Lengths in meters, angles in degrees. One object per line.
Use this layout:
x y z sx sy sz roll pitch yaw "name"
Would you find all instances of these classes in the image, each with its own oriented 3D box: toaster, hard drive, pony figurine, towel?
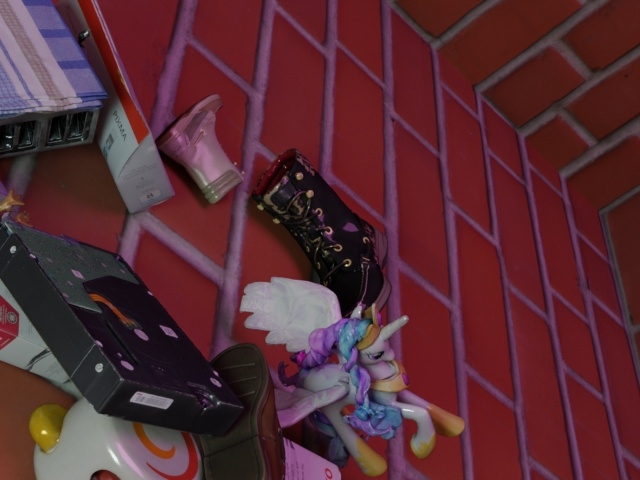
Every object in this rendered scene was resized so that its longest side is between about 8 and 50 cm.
-0.410 -0.202 1.742 0.168 0.185 0.110 -13 71 -23 "toaster"
-0.271 0.111 1.552 0.339 0.064 0.237 46 13 35 "hard drive"
0.020 0.219 1.885 0.363 0.351 0.303 60 36 -41 "pony figurine"
-0.427 -0.245 1.575 0.285 0.034 0.209 -16 71 -52 "towel"

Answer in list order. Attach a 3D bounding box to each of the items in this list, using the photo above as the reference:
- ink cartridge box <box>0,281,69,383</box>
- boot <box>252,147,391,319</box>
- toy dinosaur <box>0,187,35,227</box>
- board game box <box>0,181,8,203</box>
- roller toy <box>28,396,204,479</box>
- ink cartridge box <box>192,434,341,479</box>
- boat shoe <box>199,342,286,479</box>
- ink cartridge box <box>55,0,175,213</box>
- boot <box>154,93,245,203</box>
-0.385 0.112 1.608 0.150 0.063 0.109 31 35 -39 "ink cartridge box"
0.000 0.000 2.264 0.284 0.138 0.377 47 24 -18 "boot"
-0.444 -0.008 1.621 0.064 0.112 0.211 52 20 4 "toy dinosaur"
-0.542 -0.190 1.544 0.318 0.066 0.318 58 -2 7 "board game box"
-0.258 0.285 1.524 0.209 0.146 0.191 24 32 -58 "roller toy"
-0.098 0.372 1.714 0.273 0.115 0.198 34 34 -32 "ink cartridge box"
-0.104 0.268 1.610 0.307 0.111 0.104 -92 162 -53 "boat shoe"
-0.340 -0.248 1.847 0.385 0.091 0.308 82 -15 -71 "ink cartridge box"
-0.199 -0.168 2.207 0.165 0.077 0.213 49 33 -10 "boot"
